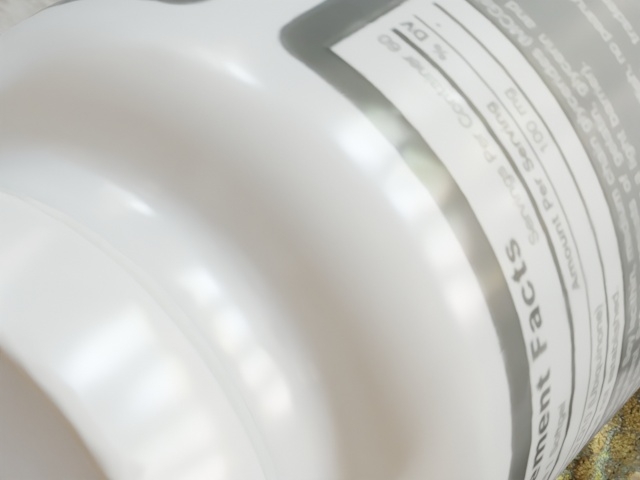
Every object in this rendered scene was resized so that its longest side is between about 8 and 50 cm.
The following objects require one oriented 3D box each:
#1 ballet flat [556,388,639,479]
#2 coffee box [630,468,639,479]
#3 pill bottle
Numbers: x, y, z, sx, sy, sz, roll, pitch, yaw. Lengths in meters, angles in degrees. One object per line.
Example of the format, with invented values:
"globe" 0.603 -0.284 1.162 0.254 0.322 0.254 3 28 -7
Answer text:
"ballet flat" 0.115 0.142 0.897 0.123 0.123 0.348 35 82 0
"coffee box" 0.168 0.214 1.426 0.297 0.168 0.118 10 99 -17
"pill bottle" 0.000 0.000 0.590 0.210 0.363 0.210 20 126 29
